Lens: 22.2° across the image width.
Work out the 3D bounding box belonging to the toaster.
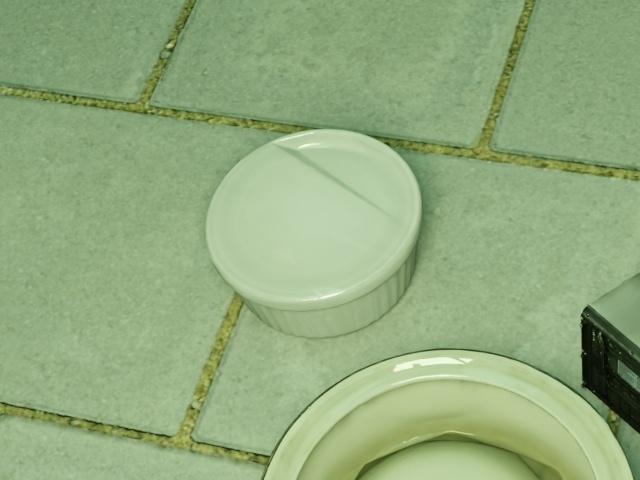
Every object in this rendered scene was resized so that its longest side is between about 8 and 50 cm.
[{"bbox_3d":[0.386,0.146,1.837,0.110,0.168,0.186,-36,55,-16],"label":"toaster"}]

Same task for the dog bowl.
[{"bbox_3d":[0.138,0.326,1.767,0.408,0.150,0.408,-5,53,7],"label":"dog bowl"}]

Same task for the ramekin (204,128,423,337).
[{"bbox_3d":[0.000,0.000,2.049,0.273,0.127,0.273,-6,53,8],"label":"ramekin"}]
